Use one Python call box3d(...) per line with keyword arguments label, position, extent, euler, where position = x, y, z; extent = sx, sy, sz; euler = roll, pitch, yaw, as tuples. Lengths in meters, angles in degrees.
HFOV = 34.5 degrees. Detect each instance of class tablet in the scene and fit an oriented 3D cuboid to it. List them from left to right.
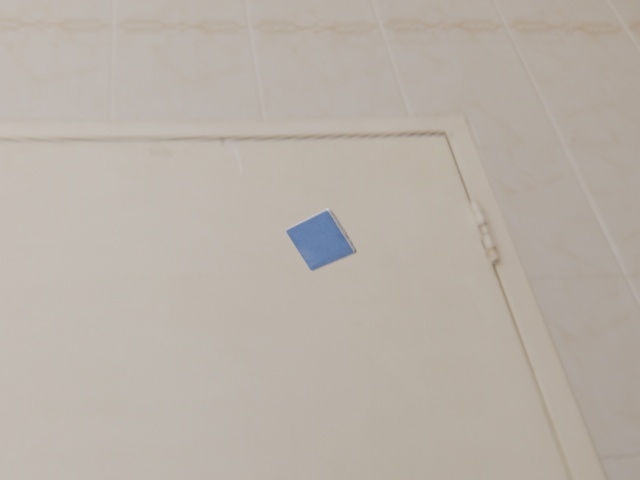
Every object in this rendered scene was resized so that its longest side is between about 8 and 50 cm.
box3d(label="tablet", position=(0.000, 0.000, 1.061), extent=(0.083, 0.006, 0.054), euler=(-24, -80, 53))
